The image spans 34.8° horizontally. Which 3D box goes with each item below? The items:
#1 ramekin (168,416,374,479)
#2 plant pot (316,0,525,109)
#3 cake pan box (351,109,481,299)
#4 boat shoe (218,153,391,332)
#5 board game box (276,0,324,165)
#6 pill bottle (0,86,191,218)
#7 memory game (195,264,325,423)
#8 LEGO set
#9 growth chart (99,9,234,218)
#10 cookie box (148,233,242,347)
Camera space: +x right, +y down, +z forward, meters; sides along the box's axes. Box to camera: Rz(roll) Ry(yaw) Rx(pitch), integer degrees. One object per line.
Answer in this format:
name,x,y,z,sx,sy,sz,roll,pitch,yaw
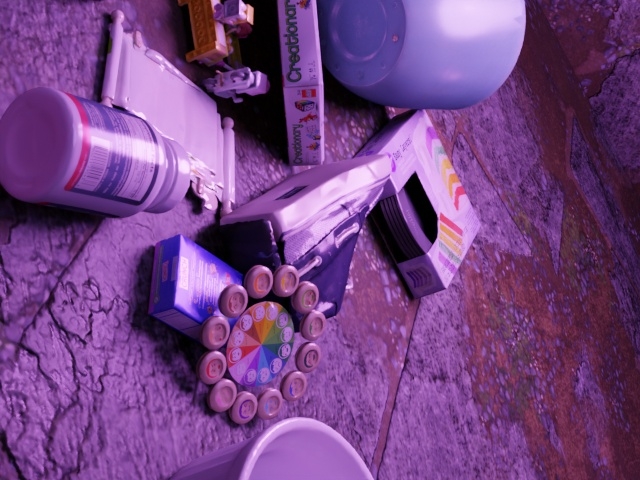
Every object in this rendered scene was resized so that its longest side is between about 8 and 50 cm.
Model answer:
ramekin,-0.048,0.324,1.000,0.277,0.135,0.277,38,41,-43
plant pot,0.131,-0.337,1.581,0.235,0.293,0.293,-16,86,-47
cake pan box,0.157,-0.066,1.662,0.245,0.070,0.267,61,31,-11
boat shoe,0.000,0.000,1.307,0.340,0.127,0.158,-31,111,-52
board game box,-0.031,-0.281,1.395,0.193,0.053,0.305,88,-2,-64
pill bottle,-0.215,-0.078,0.997,0.180,0.108,0.108,13,61,-57
memory game,-0.062,0.116,1.136,0.186,0.012,0.186,-14,111,-41
LEGO set,-0.097,-0.315,1.320,0.107,0.132,0.287,23,76,-59
growth chart,-0.172,-0.139,1.197,0.237,0.021,0.172,42,40,-40
cookie box,-0.135,0.057,1.116,0.107,0.040,0.091,38,42,-44
